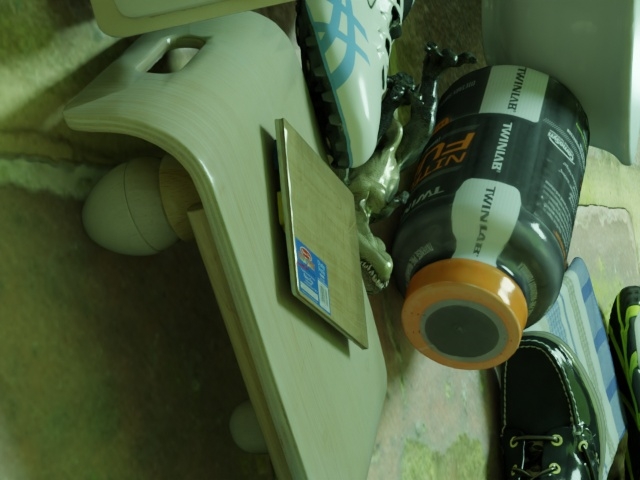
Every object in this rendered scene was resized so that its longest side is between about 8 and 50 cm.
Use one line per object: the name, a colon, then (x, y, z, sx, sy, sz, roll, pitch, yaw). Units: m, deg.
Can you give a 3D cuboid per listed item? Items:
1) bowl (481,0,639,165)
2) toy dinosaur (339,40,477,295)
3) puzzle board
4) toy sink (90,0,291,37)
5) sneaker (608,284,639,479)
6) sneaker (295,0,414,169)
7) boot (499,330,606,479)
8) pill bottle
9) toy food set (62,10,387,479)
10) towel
bowl: (0.215, -0.215, 1.237, 0.298, 0.134, 0.298, 4, 90, -76)
toy dinosaur: (0.053, -0.078, 1.011, 0.268, 0.064, 0.118, -70, -175, -52)
puzzle board: (0.000, 0.000, 0.784, 0.128, 0.011, 0.096, 42, 40, -65)
toy sink: (-0.043, -0.186, 0.731, 0.234, 0.153, 0.131, -49, 127, -69)
sneaker: (0.406, 0.235, 1.538, 0.145, 0.147, 0.385, 111, -25, -86)
sneaker: (0.026, -0.145, 0.925, 0.085, 0.086, 0.237, 87, 1, -51)
boot: (0.174, 0.203, 1.179, 0.178, 0.085, 0.236, -15, 97, -62)
pill bottle: (0.128, -0.016, 1.094, 0.130, 0.130, 0.246, 64, 30, -33)
toy food set: (-0.045, 0.036, 0.793, 0.220, 0.092, 0.306, -67, 144, -66)
towel: (0.242, 0.149, 1.398, 0.285, 0.034, 0.209, -37, 114, -64)
